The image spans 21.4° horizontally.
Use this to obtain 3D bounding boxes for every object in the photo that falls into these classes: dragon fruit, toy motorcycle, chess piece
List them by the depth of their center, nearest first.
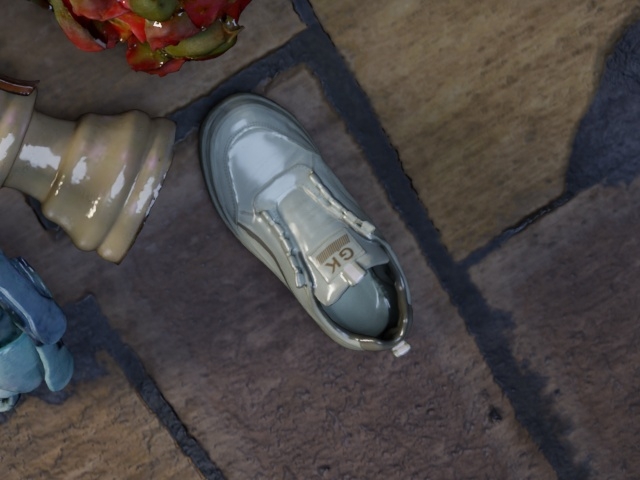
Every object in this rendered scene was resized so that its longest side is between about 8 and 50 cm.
[{"bbox_3d":[-0.149,-0.280,1.515,0.231,0.237,0.303,21,139,5],"label":"dragon fruit"},{"bbox_3d":[-0.344,0.057,1.581,0.260,0.206,0.154,49,47,-20],"label":"toy motorcycle"},{"bbox_3d":[-0.302,-0.099,1.595,0.307,0.124,0.139,22,127,-16],"label":"chess piece"}]

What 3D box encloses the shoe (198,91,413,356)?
[{"bbox_3d":[0.000,0.000,1.677,0.124,0.159,0.316,-40,113,-3],"label":"shoe"}]

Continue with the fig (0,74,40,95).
[{"bbox_3d":[-0.342,-0.211,1.534,0.133,0.146,0.201,-29,115,-21],"label":"fig"}]
